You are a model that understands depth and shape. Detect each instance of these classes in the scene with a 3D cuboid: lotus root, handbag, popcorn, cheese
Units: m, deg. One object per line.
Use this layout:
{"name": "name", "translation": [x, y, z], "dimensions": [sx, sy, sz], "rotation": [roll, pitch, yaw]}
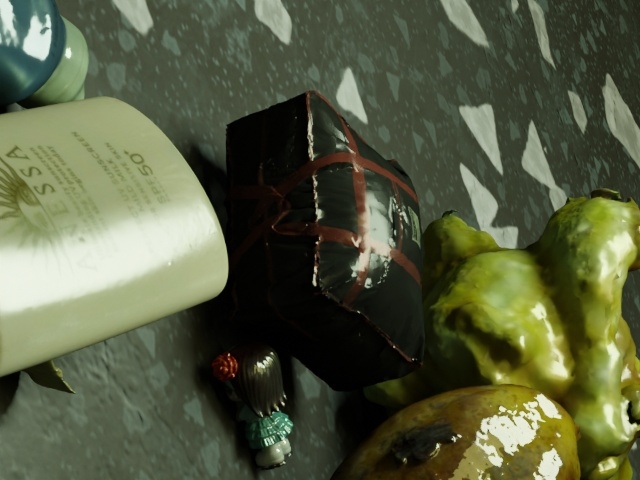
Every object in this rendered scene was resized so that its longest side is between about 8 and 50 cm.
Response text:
{"name": "lotus root", "translation": [0.089, 0.230, 1.496], "dimensions": [0.291, 0.193, 0.193], "rotation": [-44, 121, -15]}
{"name": "handbag", "translation": [0.000, 0.000, 1.568], "dimensions": [0.169, 0.155, 0.215], "rotation": [31, 45, -47]}
{"name": "popcorn", "translation": [0.172, 0.117, 1.744], "dimensions": [0.325, 0.290, 0.321], "rotation": [50, -21, 19]}
{"name": "cheese", "translation": [-0.199, 0.070, 1.261], "dimensions": [0.084, 0.041, 0.060], "rotation": [60, 12, 27]}

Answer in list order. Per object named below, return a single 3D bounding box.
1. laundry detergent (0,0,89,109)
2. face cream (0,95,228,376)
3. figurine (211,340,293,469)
{"name": "laundry detergent", "translation": [-0.259, -0.170, 1.264], "dimensions": [0.290, 0.094, 0.143], "rotation": [37, 37, -54]}
{"name": "face cream", "translation": [-0.203, -0.001, 1.207], "dimensions": [0.173, 0.081, 0.348], "rotation": [56, 31, 9]}
{"name": "figurine", "translation": [-0.052, 0.132, 1.507], "dimensions": [0.060, 0.047, 0.106], "rotation": [-31, 110, -42]}
